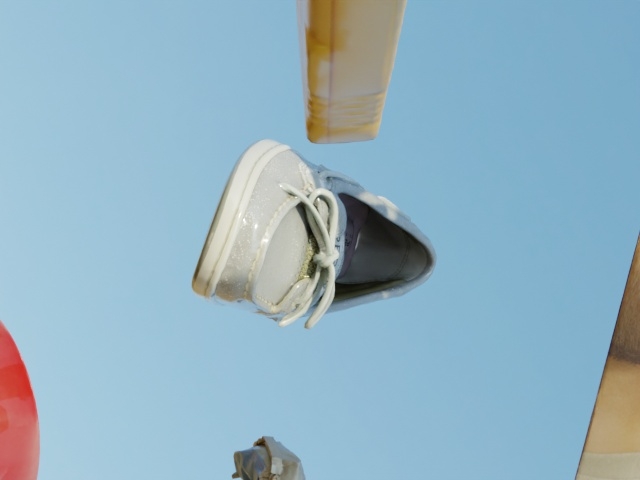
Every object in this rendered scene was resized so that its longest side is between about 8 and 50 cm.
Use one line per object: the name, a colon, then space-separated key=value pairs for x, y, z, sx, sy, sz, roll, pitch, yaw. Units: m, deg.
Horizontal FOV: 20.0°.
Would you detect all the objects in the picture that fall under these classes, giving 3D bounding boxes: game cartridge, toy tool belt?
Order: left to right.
toy tool belt: x=-0.049 y=0.178 z=1.407 sx=0.083 sy=0.051 sz=0.052 roll=26 pitch=-49 yaw=62
game cartridge: x=0.003 y=-0.228 z=0.826 sx=0.323 sy=0.053 sz=0.285 roll=100 pitch=-13 yaw=-73

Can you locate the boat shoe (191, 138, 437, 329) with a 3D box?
boat shoe: x=0.000 y=0.002 z=1.287 sx=0.103 sy=0.320 sz=0.118 roll=20 pitch=-87 yaw=16

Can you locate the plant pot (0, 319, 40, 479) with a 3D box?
plant pot: x=-0.317 y=0.135 z=1.271 sx=0.191 sy=0.174 sz=0.191 roll=6 pitch=-81 yaw=45

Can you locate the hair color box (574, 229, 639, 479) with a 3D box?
hair color box: x=0.276 y=0.031 z=1.033 sx=0.185 sy=0.110 sz=0.338 roll=18 pitch=-80 yaw=27
